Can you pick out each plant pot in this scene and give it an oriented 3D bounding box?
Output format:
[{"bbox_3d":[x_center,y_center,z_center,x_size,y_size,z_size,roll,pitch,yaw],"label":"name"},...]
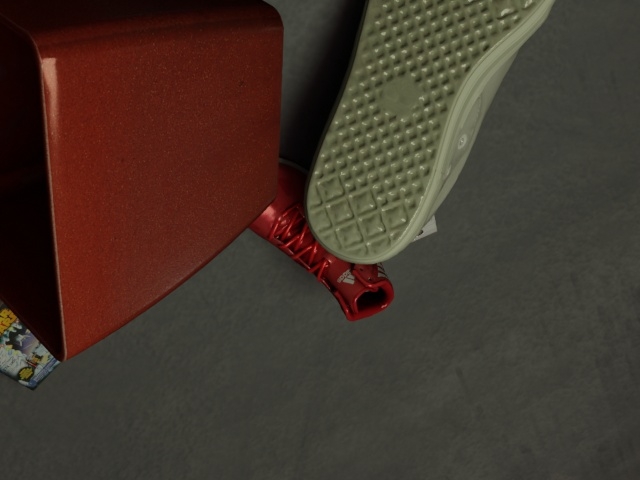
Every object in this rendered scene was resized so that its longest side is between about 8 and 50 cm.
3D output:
[{"bbox_3d":[-0.177,-0.110,0.972,0.235,0.267,0.267,-22,131,-33],"label":"plant pot"}]

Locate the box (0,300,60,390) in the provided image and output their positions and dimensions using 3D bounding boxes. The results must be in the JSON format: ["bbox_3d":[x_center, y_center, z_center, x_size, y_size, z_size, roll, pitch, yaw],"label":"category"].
[{"bbox_3d":[-0.275,0.075,1.174,0.137,0.027,0.094,-46,126,7],"label":"box"}]

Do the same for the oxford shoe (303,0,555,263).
[{"bbox_3d":[0.116,-0.187,1.144,0.449,0.169,0.130,-65,168,7],"label":"oxford shoe"}]

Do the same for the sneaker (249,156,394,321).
[{"bbox_3d":[0.000,0.000,1.193,0.221,0.128,0.087,30,103,-35],"label":"sneaker"}]

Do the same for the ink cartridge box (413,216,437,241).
[{"bbox_3d":[0.083,-0.049,1.265,0.062,0.029,0.115,-23,127,-11],"label":"ink cartridge box"}]
